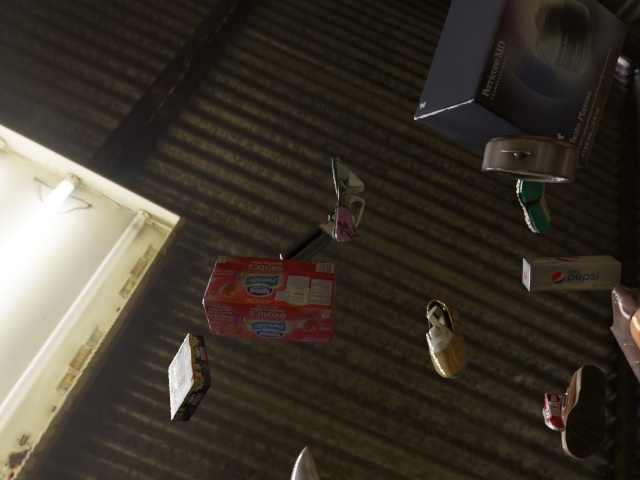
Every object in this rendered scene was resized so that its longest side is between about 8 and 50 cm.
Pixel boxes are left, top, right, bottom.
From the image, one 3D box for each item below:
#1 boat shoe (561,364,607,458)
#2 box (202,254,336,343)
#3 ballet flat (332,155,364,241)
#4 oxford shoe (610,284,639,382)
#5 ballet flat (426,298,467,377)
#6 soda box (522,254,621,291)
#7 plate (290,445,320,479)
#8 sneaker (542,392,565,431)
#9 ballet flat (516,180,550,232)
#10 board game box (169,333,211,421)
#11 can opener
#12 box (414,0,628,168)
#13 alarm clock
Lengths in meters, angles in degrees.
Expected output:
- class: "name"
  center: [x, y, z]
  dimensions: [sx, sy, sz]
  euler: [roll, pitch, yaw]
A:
- class: "boat shoe"
  center: [0.811, 0.540, 1.375]
  dimensions: [0.110, 0.104, 0.307]
  euler: [29, -123, 16]
- class: "box"
  center: [-0.097, 0.122, 0.924]
  dimensions: [0.256, 0.123, 0.128]
  euler: [3, -137, 3]
- class: "ballet flat"
  center: [0.069, -0.104, 1.087]
  dimensions: [0.079, 0.077, 0.222]
  euler: [-4, -108, 10]
- class: "oxford shoe"
  center: [0.758, 0.241, 1.013]
  dimensions: [0.130, 0.364, 0.133]
  euler: [-29, -151, 5]
- class: "ballet flat"
  center: [0.245, 0.192, 0.907]
  dimensions: [0.073, 0.080, 0.232]
  euler: [46, -161, -5]
- class: "soda box"
  center: [0.855, 0.112, 1.519]
  dimensions: [0.286, 0.091, 0.098]
  euler: [-3, -75, 11]
- class: "plate"
  center: [-0.010, 0.478, 0.582]
  dimensions: [0.045, 0.278, 0.277]
  euler: [-1, -162, -15]
- class: "sneaker"
  center: [0.591, 0.427, 1.118]
  dimensions: [0.042, 0.118, 0.067]
  euler: [7, -83, 13]
- class: "ballet flat"
  center: [0.652, -0.133, 1.379]
  dimensions: [0.091, 0.241, 0.077]
  euler: [-19, -154, 6]
- class: "board game box"
  center: [-0.342, 0.353, 1.152]
  dimensions: [0.048, 0.141, 0.170]
  euler: [21, -156, -32]
- class: "can opener"
  center: [0.000, 0.000, 1.390]
  dimensions: [0.280, 0.093, 0.074]
  euler: [-36, -124, -25]
- class: "box"
  center: [0.382, -0.320, 0.849]
  dimensions: [0.294, 0.182, 0.296]
  euler: [20, -94, -22]
- class: "alarm clock"
  center: [0.304, -0.123, 0.651]
  dimensions: [0.129, 0.064, 0.192]
  euler: [12, -170, 32]
